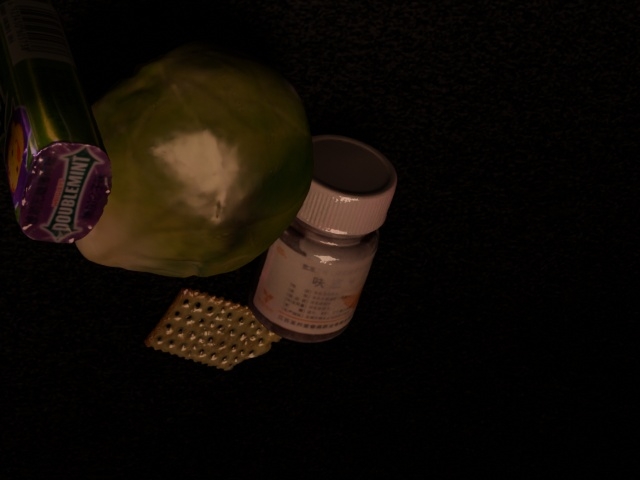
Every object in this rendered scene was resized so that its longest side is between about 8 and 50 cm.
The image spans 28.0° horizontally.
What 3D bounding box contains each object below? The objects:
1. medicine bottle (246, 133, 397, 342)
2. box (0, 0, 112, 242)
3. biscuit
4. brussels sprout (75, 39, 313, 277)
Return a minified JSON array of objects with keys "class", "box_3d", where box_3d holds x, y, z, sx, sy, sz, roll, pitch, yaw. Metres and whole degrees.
[{"class":"medicine bottle","box_3d":[0.000,0.000,1.818,0.165,0.165,0.273,3,131,-20]},{"class":"box","box_3d":[-0.318,-0.154,1.459,0.097,0.345,0.134,2,126,-26]},{"class":"biscuit","box_3d":[-0.161,0.145,2.001,0.203,0.016,0.144,22,121,-31]},{"class":"brussels sprout","box_3d":[-0.170,-0.105,1.615,0.344,0.268,0.344,1,137,1]}]
